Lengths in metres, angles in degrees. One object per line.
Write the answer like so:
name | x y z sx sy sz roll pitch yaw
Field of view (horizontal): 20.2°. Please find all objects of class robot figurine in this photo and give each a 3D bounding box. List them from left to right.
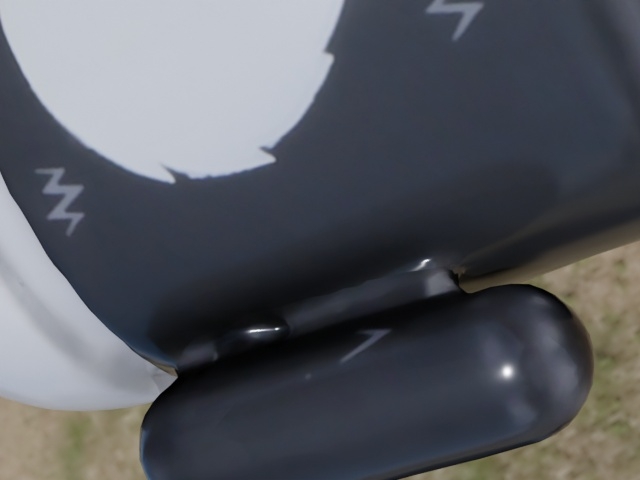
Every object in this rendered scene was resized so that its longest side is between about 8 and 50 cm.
robot figurine | -0.001 -0.061 0.447 0.173 0.278 0.209 61 -158 -24
